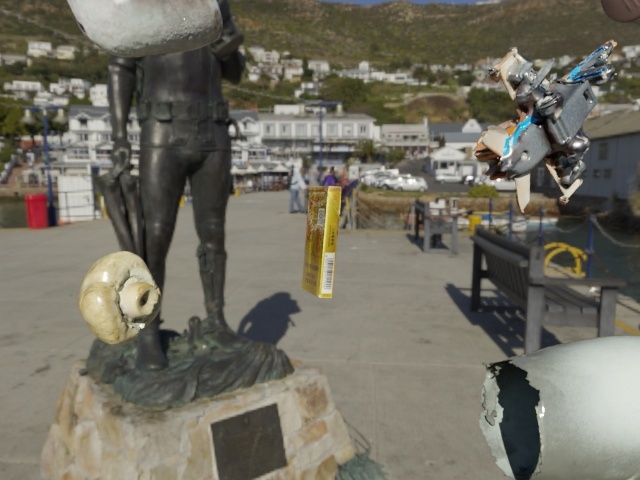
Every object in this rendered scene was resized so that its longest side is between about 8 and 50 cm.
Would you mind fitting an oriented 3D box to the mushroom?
[{"bbox_3d":[-0.316,0.091,0.867,0.112,0.147,0.148,7,9,26],"label":"mushroom"}]

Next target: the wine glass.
[{"bbox_3d":[0.234,0.130,0.424,0.205,0.111,0.111,-1,7,-11],"label":"wine glass"}]

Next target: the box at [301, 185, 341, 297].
[{"bbox_3d":[0.000,0.000,0.788,0.022,0.156,0.089,4,1,-21],"label":"box"}]

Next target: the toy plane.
[{"bbox_3d":[0.198,-0.110,0.439,0.188,0.135,0.062,-41,23,-11],"label":"toy plane"}]

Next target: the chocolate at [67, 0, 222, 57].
[{"bbox_3d":[-0.246,-0.387,0.699,0.185,0.303,0.100,-20,-3,-29],"label":"chocolate"}]

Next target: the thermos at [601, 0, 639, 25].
[{"bbox_3d":[0.495,-0.307,0.702,0.265,0.176,0.146,-6,-19,-21],"label":"thermos"}]
